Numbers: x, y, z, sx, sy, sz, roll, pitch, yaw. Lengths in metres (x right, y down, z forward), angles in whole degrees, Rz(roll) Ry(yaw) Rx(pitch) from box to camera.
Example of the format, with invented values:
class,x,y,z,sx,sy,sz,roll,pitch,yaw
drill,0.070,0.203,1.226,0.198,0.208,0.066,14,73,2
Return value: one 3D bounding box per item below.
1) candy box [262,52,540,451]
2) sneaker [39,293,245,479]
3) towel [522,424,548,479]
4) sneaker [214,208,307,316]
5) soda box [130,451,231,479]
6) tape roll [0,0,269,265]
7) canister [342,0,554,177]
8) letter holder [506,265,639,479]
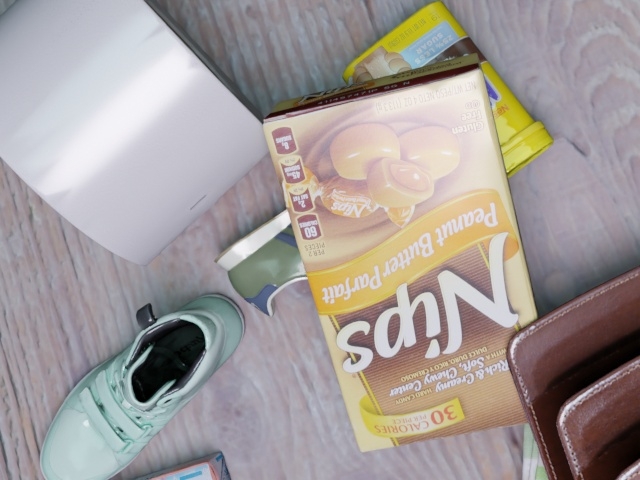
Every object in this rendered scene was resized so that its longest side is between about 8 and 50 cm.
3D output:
class,x,y,z,sx,sy,sz,roll,pitch,yaw
candy box,0.084,0.016,0.879,0.183,0.087,0.316,-12,107,12
sneaker,-0.187,0.146,0.935,0.256,0.151,0.094,-45,85,5
towel,0.284,0.307,0.879,0.248,0.038,0.324,10,71,4
sneaker,0.000,0.000,0.964,0.192,0.064,0.086,-33,92,6
soda box,-0.176,0.260,0.974,0.183,0.063,0.058,-18,85,6
tape roll,-0.179,-0.122,0.896,0.169,0.246,0.246,-42,84,4
canister,0.115,-0.121,0.944,0.126,0.073,0.170,-37,82,6
letter holder,0.331,0.120,0.804,0.302,0.152,0.214,-22,99,-7
